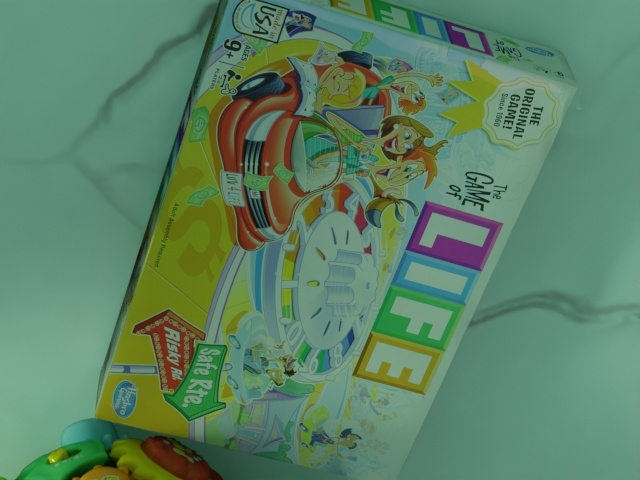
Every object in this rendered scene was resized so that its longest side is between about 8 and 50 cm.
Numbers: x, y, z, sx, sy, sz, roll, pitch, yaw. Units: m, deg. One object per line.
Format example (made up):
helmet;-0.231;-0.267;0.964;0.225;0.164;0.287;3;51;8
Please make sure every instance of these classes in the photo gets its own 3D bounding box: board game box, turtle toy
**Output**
board game box;0.000;0.000;0.444;0.103;0.026;0.154;14;118;-12
turtle toy;-0.049;0.103;0.473;0.130;0.095;0.066;29;94;-20
